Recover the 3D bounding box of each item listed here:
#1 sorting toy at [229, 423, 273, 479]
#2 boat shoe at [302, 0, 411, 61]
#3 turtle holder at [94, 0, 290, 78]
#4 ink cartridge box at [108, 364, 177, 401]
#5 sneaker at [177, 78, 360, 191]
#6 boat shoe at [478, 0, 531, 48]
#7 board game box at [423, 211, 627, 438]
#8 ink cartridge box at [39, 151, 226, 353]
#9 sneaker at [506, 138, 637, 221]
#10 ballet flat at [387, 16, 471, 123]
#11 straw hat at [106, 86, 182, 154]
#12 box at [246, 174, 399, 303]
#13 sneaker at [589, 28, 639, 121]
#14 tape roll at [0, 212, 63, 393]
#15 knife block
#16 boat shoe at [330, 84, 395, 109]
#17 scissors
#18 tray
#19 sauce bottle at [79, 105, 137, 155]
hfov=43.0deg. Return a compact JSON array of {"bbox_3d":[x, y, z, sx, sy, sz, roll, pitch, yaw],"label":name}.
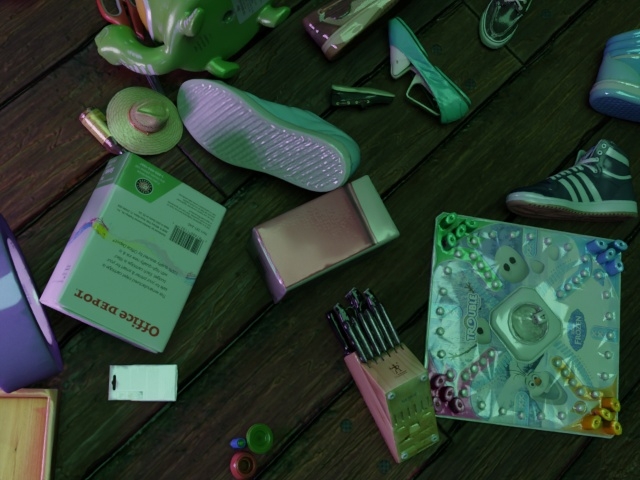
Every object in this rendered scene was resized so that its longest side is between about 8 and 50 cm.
[{"bbox_3d":[-0.129,0.363,1.408,0.061,0.042,0.102,40,61,-16],"label":"sorting toy"},{"bbox_3d":[0.107,-0.503,1.612,0.342,0.123,0.123,-42,89,-10],"label":"boat shoe"},{"bbox_3d":[-0.236,-0.431,1.494,0.227,0.243,0.320,45,111,19],"label":"turtle holder"},{"bbox_3d":[-0.306,0.246,1.403,0.115,0.029,0.063,2,77,-9],"label":"ink cartridge box"},{"bbox_3d":[-0.092,-0.200,1.517,0.365,0.150,0.135,30,115,12],"label":"sneaker"},{"bbox_3d":[0.396,-0.500,1.687,0.077,0.070,0.219,28,74,-3],"label":"boat shoe"},{"bbox_3d":[0.396,0.157,1.543,0.389,0.050,0.390,9,76,-9],"label":"board game box"},{"bbox_3d":[-0.314,0.024,1.375,0.201,0.117,0.278,31,72,-28],"label":"ink cartridge box"},{"bbox_3d":[0.491,-0.122,1.599,0.282,0.099,0.153,3,81,-17],"label":"sneaker"},{"bbox_3d":[0.191,-0.330,1.607,0.087,0.083,0.247,-39,84,-2],"label":"ballet flat"},{"bbox_3d":[-0.310,-0.229,1.475,0.144,0.061,0.145,8,72,-27],"label":"straw hat"},{"bbox_3d":[0.000,0.000,1.455,0.232,0.148,0.127,-26,83,-16],"label":"box"},{"bbox_3d":[0.728,-0.341,1.683,0.318,0.127,0.208,15,76,-7],"label":"sneaker"},{"bbox_3d":[-0.497,0.096,1.275,0.090,0.275,0.275,-22,82,-15],"label":"tape roll"},{"bbox_3d":[0.103,0.228,1.466,0.088,0.242,0.276,-25,127,-14],"label":"knife block"},{"bbox_3d":[0.082,-0.280,1.594,0.132,0.049,0.042,0,110,-19],"label":"boat shoe"},{"bbox_3d":[-0.358,-0.374,1.545,0.108,0.021,0.297,-7,81,-21],"label":"scissors"},{"bbox_3d":[-0.536,0.444,1.292,0.202,0.076,0.411,3,77,-10],"label":"tray"},{"bbox_3d":[-0.384,-0.189,1.486,0.128,0.042,0.042,46,73,-3],"label":"sauce bottle"}]
